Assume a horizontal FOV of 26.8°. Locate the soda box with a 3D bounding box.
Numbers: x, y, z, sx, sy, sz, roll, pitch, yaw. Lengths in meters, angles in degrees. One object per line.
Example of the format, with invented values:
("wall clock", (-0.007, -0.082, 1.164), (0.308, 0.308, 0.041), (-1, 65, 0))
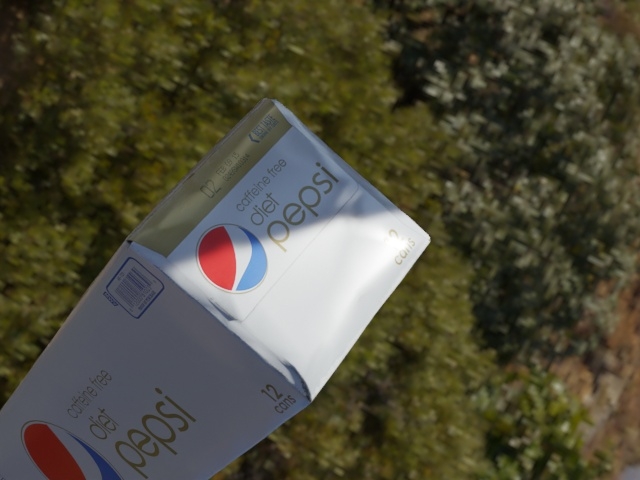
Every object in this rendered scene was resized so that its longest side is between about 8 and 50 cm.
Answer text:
("soda box", (-0.053, 0.043, 0.461), (0.074, 0.069, 0.216), (-51, -176, -36))
